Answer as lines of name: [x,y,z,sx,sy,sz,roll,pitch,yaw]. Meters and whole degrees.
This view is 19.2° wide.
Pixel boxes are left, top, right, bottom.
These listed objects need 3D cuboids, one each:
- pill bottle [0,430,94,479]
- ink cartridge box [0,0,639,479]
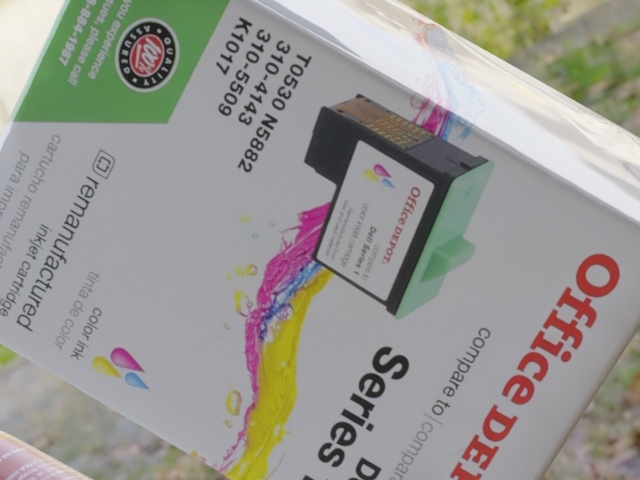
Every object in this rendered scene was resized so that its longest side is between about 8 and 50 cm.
pill bottle: [-0.186,0.232,1.379,0.216,0.121,0.121,24,43,27]
ink cartridge box: [0.000,0.000,0.844,0.201,0.278,0.117,-61,-3,22]
